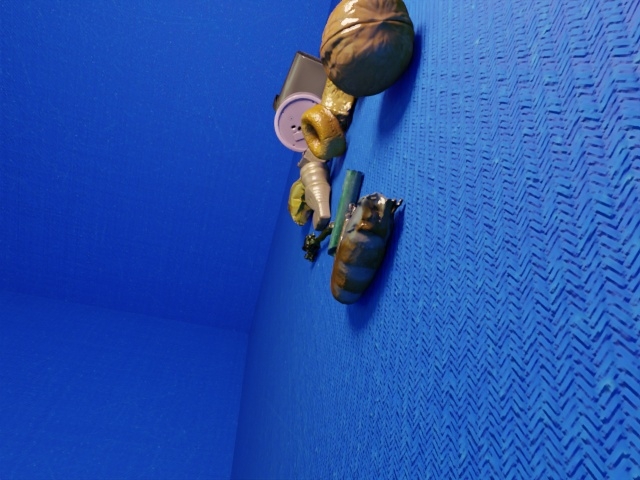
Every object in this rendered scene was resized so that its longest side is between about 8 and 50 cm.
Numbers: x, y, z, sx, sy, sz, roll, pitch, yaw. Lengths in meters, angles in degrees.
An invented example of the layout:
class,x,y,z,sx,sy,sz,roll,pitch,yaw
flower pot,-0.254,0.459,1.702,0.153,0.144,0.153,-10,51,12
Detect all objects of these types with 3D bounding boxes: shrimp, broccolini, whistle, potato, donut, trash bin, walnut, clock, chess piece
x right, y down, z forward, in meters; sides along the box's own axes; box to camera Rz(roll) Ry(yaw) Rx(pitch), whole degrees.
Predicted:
class,x,y,z,sx,sy,sz,roll,pitch,yaw
shrimp,0.061,0.018,0.727,0.287,0.068,0.185,-65,-9,-90
broccolini,0.005,-0.005,1.135,0.057,0.071,0.254,-45,3,-26
whistle,0.051,-0.054,0.892,0.039,0.039,0.186,-138,60,-79
potato,-0.012,-0.260,1.309,0.122,0.086,0.061,-58,7,-30
donut,0.067,-0.414,1.118,0.259,0.101,0.152,114,171,-64
trash bin,-0.055,-0.594,1.698,0.219,0.220,0.250,-99,30,-60
walnut,0.079,-0.339,0.748,0.197,0.165,0.165,-153,76,-72
clock,-0.059,-0.410,1.482,0.068,0.197,0.196,-95,20,-62
chess piece,-0.006,-0.124,1.208,0.090,0.090,0.200,116,152,-52
donut,0.003,-0.283,1.137,0.152,0.058,0.151,46,155,30

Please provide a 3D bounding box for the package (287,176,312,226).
class,x,y,z,sx,sy,sz,roll,pitch,yaw
package,-0.067,-0.138,1.507,0.226,0.090,0.168,-109,30,-77
